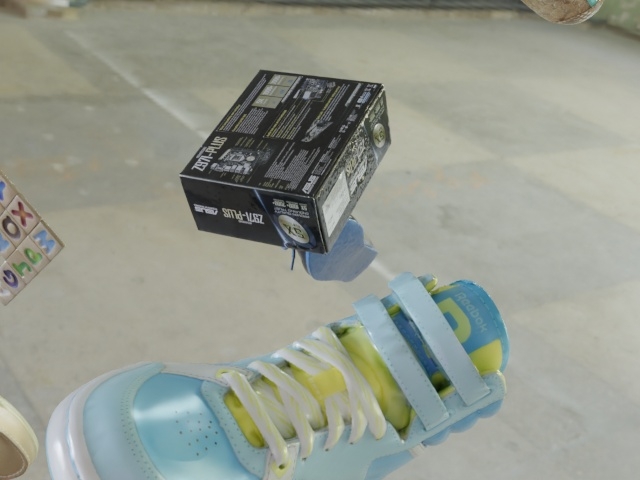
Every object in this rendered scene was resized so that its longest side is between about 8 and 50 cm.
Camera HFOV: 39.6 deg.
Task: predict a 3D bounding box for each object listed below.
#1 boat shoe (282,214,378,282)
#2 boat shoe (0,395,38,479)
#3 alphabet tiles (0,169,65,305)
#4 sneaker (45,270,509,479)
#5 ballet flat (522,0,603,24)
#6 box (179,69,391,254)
[{"bbox_3d":[0.000,0.000,1.142,0.089,0.109,0.258,46,-3,16],"label":"boat shoe"},{"bbox_3d":[-0.453,0.218,1.048,0.109,0.302,0.098,-33,40,4],"label":"boat shoe"},{"bbox_3d":[-0.425,-0.045,1.075,0.237,0.198,0.009,50,46,-6],"label":"alphabet tiles"},{"bbox_3d":[0.001,0.087,0.539,0.127,0.208,0.319,59,17,19],"label":"sneaker"},{"bbox_3d":[0.128,-0.241,0.667,0.206,0.073,0.067,39,10,18],"label":"ballet flat"},{"bbox_3d":[-0.030,-0.084,0.893,0.147,0.077,0.180,11,48,22],"label":"box"}]
